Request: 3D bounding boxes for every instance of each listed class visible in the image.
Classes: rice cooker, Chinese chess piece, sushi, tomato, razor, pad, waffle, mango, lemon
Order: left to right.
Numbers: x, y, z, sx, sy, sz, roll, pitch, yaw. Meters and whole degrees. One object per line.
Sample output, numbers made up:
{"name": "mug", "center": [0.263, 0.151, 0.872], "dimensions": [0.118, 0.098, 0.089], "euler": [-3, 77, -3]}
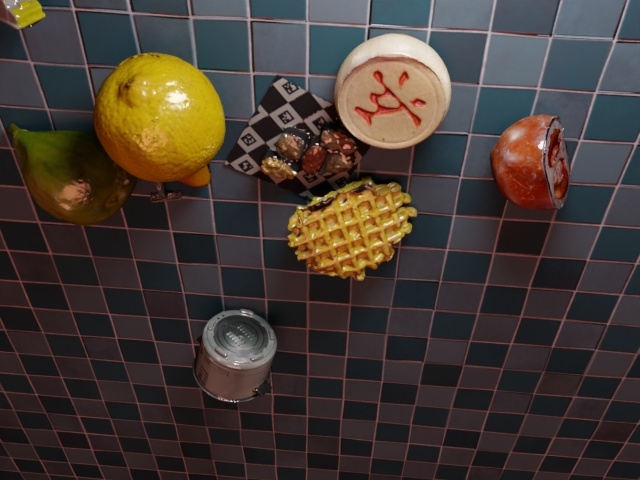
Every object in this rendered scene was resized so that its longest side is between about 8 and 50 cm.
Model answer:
{"name": "razor", "center": [-0.419, -0.180, 1.686], "dimensions": [0.084, 0.035, 0.211], "euler": [-6, 133, 9]}
{"name": "lemon", "center": [-0.341, -0.259, 1.444], "dimensions": [0.293, 0.293, 0.293], "euler": [3, 133, 4]}
{"name": "mango", "center": [-0.327, -0.184, 1.632], "dimensions": [0.159, 0.105, 0.084], "euler": [23, 107, -30]}
{"name": "rice cooker", "center": [-0.255, 0.351, 2.032], "dimensions": [0.281, 0.241, 0.227], "euler": [35, 131, 20]}
{"name": "sushi", "center": [-0.048, -0.207, 1.597], "dimensions": [0.292, 0.059, 0.294], "euler": [23, 132, -14]}
{"name": "pad", "center": [-0.007, -0.210, 1.631], "dimensions": [0.112, 0.003, 0.157], "euler": [-19, 128, 22]}
{"name": "waffle", "center": [0.081, -0.033, 1.694], "dimensions": [0.307, 0.060, 0.312], "euler": [31, 108, -30]}
{"name": "Chinese chess piece", "center": [0.154, -0.316, 1.447], "dimensions": [0.250, 0.103, 0.249], "euler": [4, 132, 5]}
{"name": "tomato", "center": [0.464, -0.171, 1.522], "dimensions": [0.155, 0.180, 0.214], "euler": [1, 128, 31]}

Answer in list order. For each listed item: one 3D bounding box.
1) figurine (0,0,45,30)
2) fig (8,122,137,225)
{"name": "figurine", "center": [-0.655, -0.552, 1.268], "dimensions": [0.167, 0.343, 0.284], "euler": [45, 141, 26]}
{"name": "fig", "center": [-0.607, -0.159, 1.640], "dimensions": [0.314, 0.233, 0.233], "euler": [17, 140, 30]}
